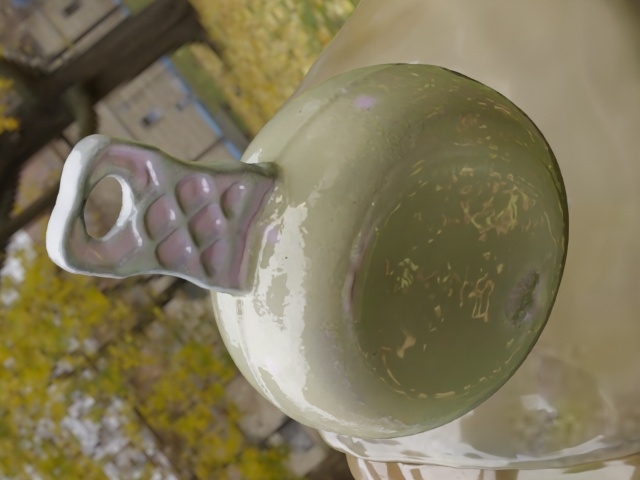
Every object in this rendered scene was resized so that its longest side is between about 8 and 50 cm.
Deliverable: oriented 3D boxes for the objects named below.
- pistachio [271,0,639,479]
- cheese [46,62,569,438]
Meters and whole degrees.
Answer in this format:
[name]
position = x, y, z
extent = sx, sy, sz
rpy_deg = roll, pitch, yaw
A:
[pistachio]
position = 0.131, -0.013, 0.868
extent = 0.445, 0.365, 0.281
rpy_deg = -81, -27, -47
[cheese]
position = 0.000, 0.000, 0.537
extent = 0.064, 0.137, 0.227
rpy_deg = 19, -174, 42
